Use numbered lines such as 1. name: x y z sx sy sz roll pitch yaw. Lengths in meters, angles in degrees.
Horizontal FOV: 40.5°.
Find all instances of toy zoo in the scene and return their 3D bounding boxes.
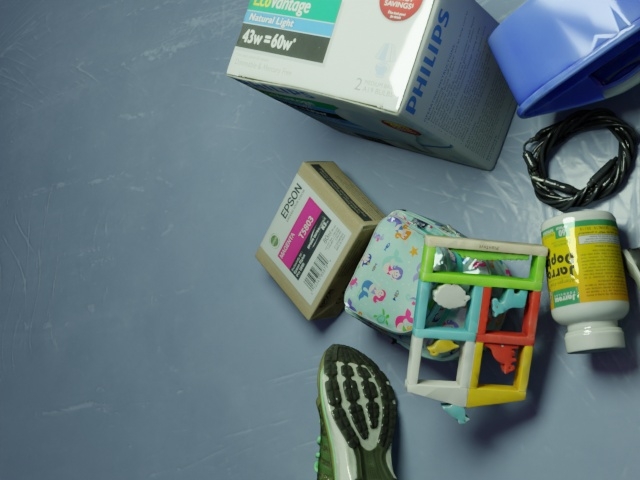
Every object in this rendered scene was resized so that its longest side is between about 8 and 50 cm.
1. toy zoo: 0.238 0.143 1.350 0.193 0.030 0.293 4 100 -7

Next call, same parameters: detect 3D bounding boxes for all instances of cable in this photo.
1. cable: 0.424 -0.132 1.410 0.185 0.047 0.150 -20 71 29

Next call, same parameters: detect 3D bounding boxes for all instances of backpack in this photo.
1. backpack: 0.182 0.082 1.457 0.254 0.191 0.225 30 97 29

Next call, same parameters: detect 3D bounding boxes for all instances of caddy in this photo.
1. caddy: 0.424 -0.307 1.303 0.341 0.241 0.179 -36 81 39

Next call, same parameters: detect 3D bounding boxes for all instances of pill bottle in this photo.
1. pill bottle: 0.410 0.067 1.339 0.118 0.118 0.208 -12 75 32

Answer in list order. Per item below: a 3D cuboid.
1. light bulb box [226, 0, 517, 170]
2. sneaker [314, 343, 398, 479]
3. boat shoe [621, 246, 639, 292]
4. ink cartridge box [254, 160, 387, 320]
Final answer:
1. light bulb box: 0.106 -0.298 1.464 0.358 0.361 0.225 19 92 35
2. sneaker: 0.031 0.377 1.503 0.182 0.158 0.410 -39 44 41
3. boat shoe: 0.494 0.057 1.311 0.038 0.046 0.125 -17 40 5
4. ink cartridge box: 0.000 0.000 1.612 0.193 0.088 0.234 47 124 31
